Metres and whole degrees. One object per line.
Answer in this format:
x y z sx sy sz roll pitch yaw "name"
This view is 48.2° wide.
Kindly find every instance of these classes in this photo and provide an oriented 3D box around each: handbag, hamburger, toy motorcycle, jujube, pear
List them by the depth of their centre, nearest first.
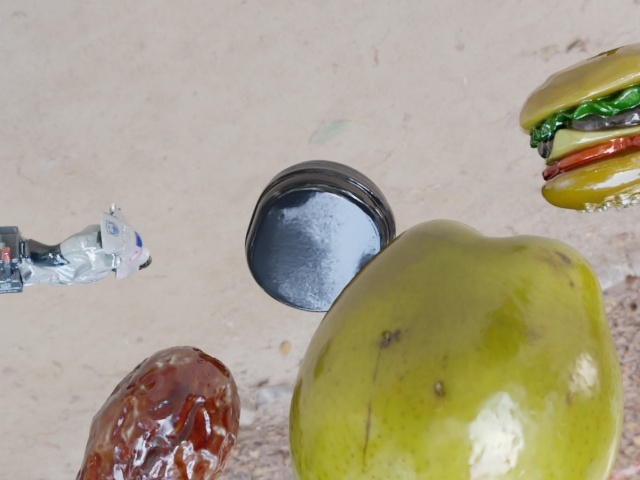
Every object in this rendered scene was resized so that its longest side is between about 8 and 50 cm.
0.234 -0.084 0.541 0.162 0.115 0.162 -14 175 -1 "hamburger"
0.142 0.183 0.795 0.362 0.418 0.362 16 -177 -1 "pear"
-0.326 0.016 0.923 0.221 0.102 0.150 -4 156 -20 "toy motorcycle"
-0.224 0.285 0.977 0.197 0.290 0.197 27 164 8 "jujube"
0.000 -0.001 1.248 0.253 0.093 0.308 21 129 -3 "handbag"
